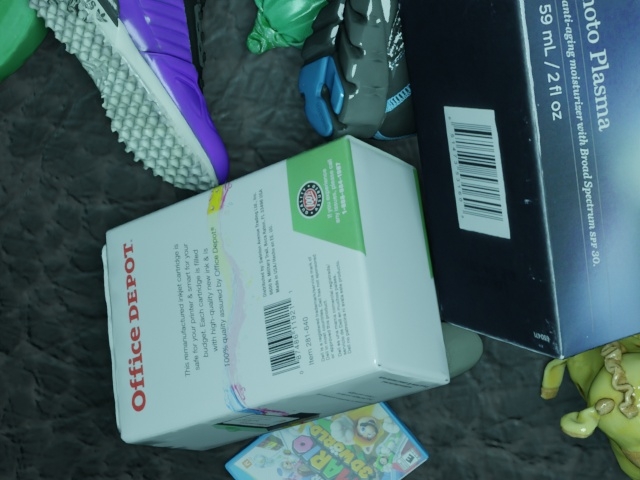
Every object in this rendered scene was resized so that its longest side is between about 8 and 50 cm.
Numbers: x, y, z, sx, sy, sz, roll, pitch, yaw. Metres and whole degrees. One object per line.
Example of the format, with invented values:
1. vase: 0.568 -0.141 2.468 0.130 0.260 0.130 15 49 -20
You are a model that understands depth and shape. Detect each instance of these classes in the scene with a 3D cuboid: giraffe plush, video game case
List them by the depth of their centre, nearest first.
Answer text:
1. giraffe plush: 0.294 0.138 1.232 0.210 0.170 0.181 34 103 1
2. video game case: 0.005 0.216 1.364 0.166 0.015 0.119 -39 93 12

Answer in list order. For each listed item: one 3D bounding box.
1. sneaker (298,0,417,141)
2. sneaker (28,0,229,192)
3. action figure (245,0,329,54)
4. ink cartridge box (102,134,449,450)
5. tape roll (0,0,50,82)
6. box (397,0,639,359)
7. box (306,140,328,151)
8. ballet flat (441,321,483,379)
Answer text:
1. sneaker: 0.076 -0.249 1.179 0.140 0.125 0.340 -1 115 -29
2. sneaker: -0.144 -0.184 1.268 0.146 0.102 0.293 -46 119 -28
3. action figure: 0.023 -0.246 1.255 0.232 0.063 0.137 -37 95 8
4. ink cartridge box: -0.046 0.056 1.211 0.278 0.117 0.201 -20 67 32
5. tape roll: -0.397 -0.282 1.298 0.321 0.077 0.321 1 101 7
6. box: 0.246 -0.095 1.123 0.294 0.183 0.296 -15 104 -25
7. box: 0.000 0.000 1.319 0.116 0.029 0.162 -28 97 12
8. ballet flat: 0.049 0.119 1.300 0.213 0.068 0.072 -1 115 -1
